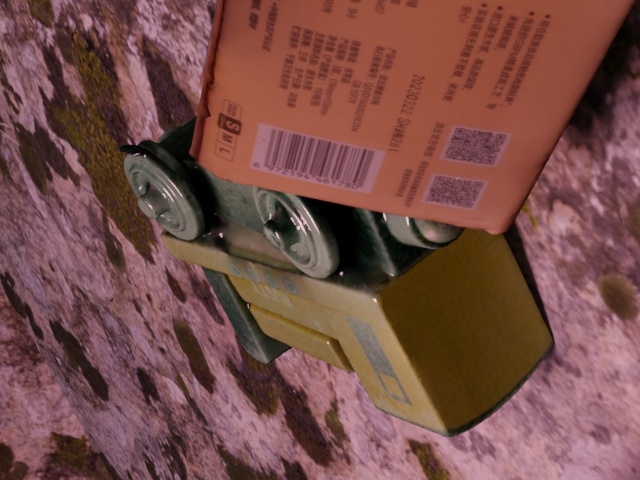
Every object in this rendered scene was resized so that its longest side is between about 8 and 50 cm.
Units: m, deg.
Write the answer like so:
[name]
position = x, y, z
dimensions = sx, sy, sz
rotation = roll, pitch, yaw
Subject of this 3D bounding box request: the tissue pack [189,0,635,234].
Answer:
[tissue pack]
position = 0.057, -0.181, 0.761
dimensions = 0.238, 0.238, 0.305
rotation = 49, 152, 18

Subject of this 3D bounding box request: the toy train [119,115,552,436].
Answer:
[toy train]
position = 0.000, 0.000, 1.077
dimensions = 0.397, 0.160, 0.253
rotation = 15, 138, 55
